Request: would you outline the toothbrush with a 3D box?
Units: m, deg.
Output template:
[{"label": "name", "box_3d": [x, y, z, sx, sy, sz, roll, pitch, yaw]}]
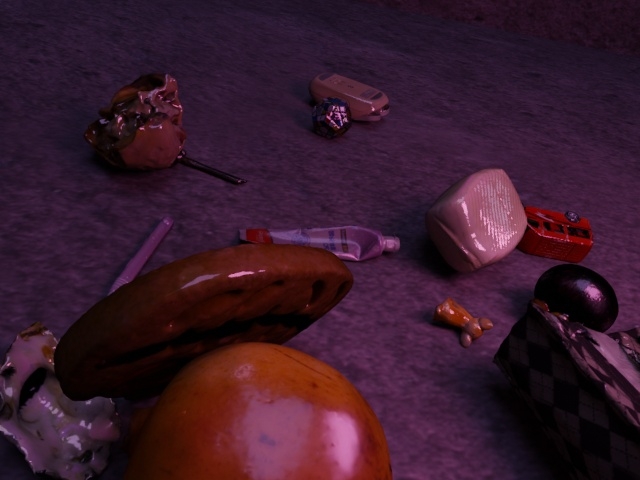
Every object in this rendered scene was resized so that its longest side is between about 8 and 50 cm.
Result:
[{"label": "toothbrush", "box_3d": [-0.307, 0.059, 0.835, 0.024, 0.029, 0.354, 25, 36, -6]}]

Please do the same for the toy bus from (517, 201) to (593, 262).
[{"label": "toy bus", "box_3d": [0.468, -0.017, 1.127, 0.195, 0.081, 0.089, 12, 46, -3]}]

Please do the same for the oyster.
[{"label": "oyster", "box_3d": [-0.323, 0.197, 0.628, 0.209, 0.072, 0.133, 43, 36, 6]}]

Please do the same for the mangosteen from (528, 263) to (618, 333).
[{"label": "mangosteen", "box_3d": [0.429, 0.115, 0.915, 0.151, 0.137, 0.137, -44, 58, -10]}]

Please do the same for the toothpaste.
[{"label": "toothpaste", "box_3d": [0.000, 0.000, 0.993, 0.301, 0.048, 0.075, 3, 42, -10]}]

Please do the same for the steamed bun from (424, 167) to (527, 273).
[{"label": "steamed bun", "box_3d": [0.289, -0.034, 1.036, 0.239, 0.153, 0.169, -30, 93, -42]}]

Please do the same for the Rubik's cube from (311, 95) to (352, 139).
[{"label": "Rubik's cube", "box_3d": [0.030, -0.317, 1.374, 0.111, 0.111, 0.093, 26, 64, 17]}]

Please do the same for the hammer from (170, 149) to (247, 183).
[{"label": "hammer", "box_3d": [-0.242, -0.150, 1.140, 0.178, 0.021, 0.065, 23, 38, 9]}]

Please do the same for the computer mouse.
[{"label": "computer mouse", "box_3d": [0.078, -0.402, 1.507, 0.237, 0.081, 0.145, 25, 38, 13]}]

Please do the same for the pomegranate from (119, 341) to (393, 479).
[{"label": "pomegranate", "box_3d": [-0.064, 0.223, 0.507, 0.265, 0.264, 0.264, 8, 37, -6]}]

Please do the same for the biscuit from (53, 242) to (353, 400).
[{"label": "biscuit", "box_3d": [-0.122, 0.111, 0.613, 0.367, 0.314, 0.063, 5, 50, -59]}]

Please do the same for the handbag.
[{"label": "handbag", "box_3d": [0.485, 0.226, 0.743, 0.416, 0.180, 0.316, 4, 34, -23]}]

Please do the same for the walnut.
[{"label": "walnut", "box_3d": [-0.366, -0.220, 1.089, 0.204, 0.141, 0.238, -22, 46, 14]}]

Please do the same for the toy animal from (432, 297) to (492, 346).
[{"label": "toy animal", "box_3d": [0.234, 0.135, 0.876, 0.083, 0.060, 0.081, 41, 5, 33]}]
